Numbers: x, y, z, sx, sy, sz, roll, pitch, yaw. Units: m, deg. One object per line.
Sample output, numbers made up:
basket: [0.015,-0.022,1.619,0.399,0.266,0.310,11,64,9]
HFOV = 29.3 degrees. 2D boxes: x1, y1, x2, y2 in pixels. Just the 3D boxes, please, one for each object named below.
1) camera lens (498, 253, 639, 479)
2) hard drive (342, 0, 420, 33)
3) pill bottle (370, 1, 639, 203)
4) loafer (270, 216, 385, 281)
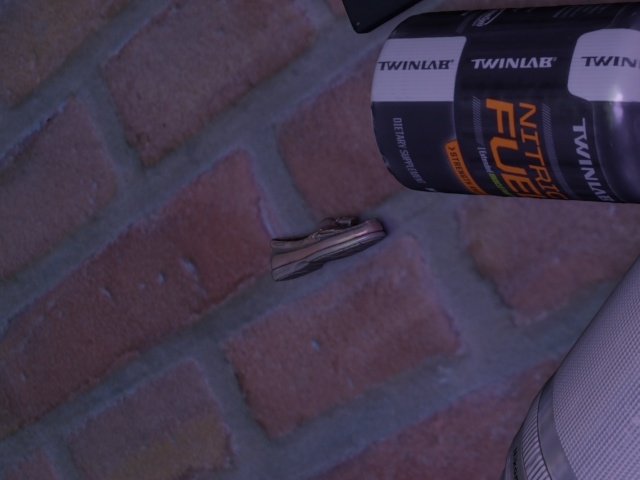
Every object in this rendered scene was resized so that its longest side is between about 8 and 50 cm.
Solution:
camera lens: [0.249,0.112,0.718,0.219,0.219,0.274,45,131,23]
hard drive: [0.062,-0.229,0.934,0.135,0.022,0.094,-25,84,39]
pill bottle: [0.165,-0.091,0.810,0.246,0.130,0.130,5,102,38]
loafer: [0.000,0.000,1.021,0.125,0.045,0.039,-25,77,42]
